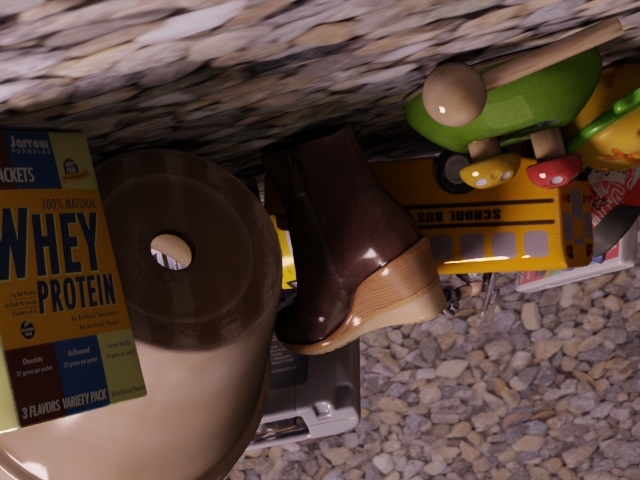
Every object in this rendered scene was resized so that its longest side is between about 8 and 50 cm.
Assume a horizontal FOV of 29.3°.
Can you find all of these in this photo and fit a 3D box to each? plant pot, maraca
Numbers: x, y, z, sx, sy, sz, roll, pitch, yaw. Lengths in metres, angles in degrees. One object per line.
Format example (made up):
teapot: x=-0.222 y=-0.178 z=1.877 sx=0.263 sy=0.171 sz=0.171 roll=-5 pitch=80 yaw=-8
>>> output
plant pot: x=-0.165 y=0.066 z=1.100 sx=0.323 sy=0.323 sz=0.280 roll=-11 pitch=157 yaw=-29
maraca: x=0.301 y=-0.127 z=1.189 sx=0.127 sy=0.099 sz=0.186 roll=-31 pitch=172 yaw=-18

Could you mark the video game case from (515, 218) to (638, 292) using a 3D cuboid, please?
video game case: x=0.339 y=-0.046 z=1.629 sx=0.025 sy=0.204 sz=0.285 roll=9 pitch=168 yaw=-16

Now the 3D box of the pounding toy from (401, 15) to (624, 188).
pounding toy: x=0.173 y=-0.098 z=1.075 sx=0.183 sy=0.110 sz=0.237 roll=-15 pitch=176 yaw=1

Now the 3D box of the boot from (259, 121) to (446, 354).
boot: x=0.000 y=0.000 z=1.209 sx=0.248 sy=0.207 sz=0.090 roll=-20 pitch=-165 yaw=48

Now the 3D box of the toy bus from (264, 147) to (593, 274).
toy bus: x=0.107 y=-0.029 z=1.274 sx=0.332 sy=0.130 sz=0.108 roll=-3 pitch=-179 yaw=29

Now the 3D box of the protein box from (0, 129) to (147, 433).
protein box: x=-0.262 y=0.044 z=0.885 sx=0.199 sy=0.201 sz=0.136 roll=-17 pitch=174 yaw=29

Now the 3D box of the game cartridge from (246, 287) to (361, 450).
game cartridge: x=-0.100 y=0.145 z=1.340 sx=0.297 sy=0.062 sz=0.198 roll=-12 pitch=-144 yaw=12

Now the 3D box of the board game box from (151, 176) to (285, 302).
board game box: x=-0.136 y=0.020 z=1.338 sx=0.170 sy=0.141 sz=0.048 roll=-15 pitch=176 yaw=21

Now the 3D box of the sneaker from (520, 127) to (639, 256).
sneaker: x=0.316 y=-0.122 z=1.342 sx=0.270 sy=0.145 sz=0.090 roll=-52 pitch=-177 yaw=-26

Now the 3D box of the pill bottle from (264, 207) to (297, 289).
pill bottle: x=-0.056 y=0.012 z=1.615 sx=0.208 sy=0.119 sz=0.119 roll=-16 pitch=175 yaw=23

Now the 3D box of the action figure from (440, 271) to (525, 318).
action figure: x=0.154 y=0.013 z=1.715 sx=0.285 sy=0.185 sz=0.099 roll=8 pitch=157 yaw=9

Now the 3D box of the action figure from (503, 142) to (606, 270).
action figure: x=0.177 y=-0.069 z=1.514 sx=0.341 sy=0.179 sz=0.330 roll=16 pitch=164 yaw=-6
